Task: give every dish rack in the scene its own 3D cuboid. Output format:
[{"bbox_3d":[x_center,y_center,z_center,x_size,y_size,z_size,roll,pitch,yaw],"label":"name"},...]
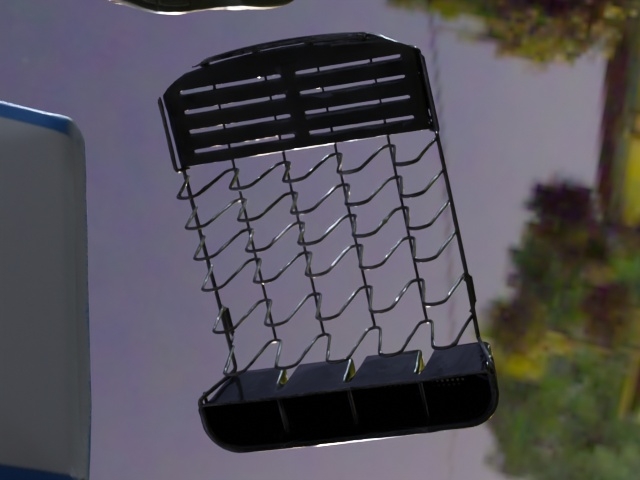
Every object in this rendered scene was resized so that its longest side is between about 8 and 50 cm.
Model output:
[{"bbox_3d":[0.000,0.000,1.087,0.074,0.208,0.271,-62,-39,-68],"label":"dish rack"}]

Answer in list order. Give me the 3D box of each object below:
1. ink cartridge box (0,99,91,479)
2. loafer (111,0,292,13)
[{"bbox_3d":[-0.293,0.096,0.606,0.395,0.286,0.166,-48,39,43],"label":"ink cartridge box"},{"bbox_3d":[-0.067,-0.122,0.739,0.125,0.039,0.045,0,-93,-36],"label":"loafer"}]
